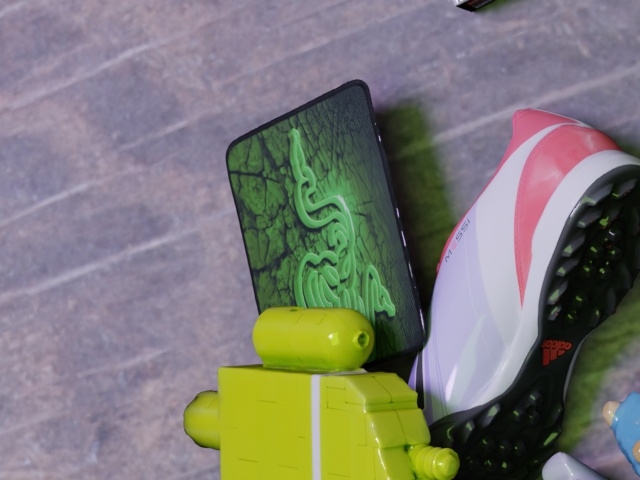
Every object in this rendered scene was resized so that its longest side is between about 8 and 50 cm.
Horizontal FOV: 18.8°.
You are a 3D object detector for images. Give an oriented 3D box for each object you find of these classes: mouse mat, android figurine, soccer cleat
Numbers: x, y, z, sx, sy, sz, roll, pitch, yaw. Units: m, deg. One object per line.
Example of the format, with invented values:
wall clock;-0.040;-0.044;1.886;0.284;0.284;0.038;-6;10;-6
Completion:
mouse mat;0.000;0.000;1.316;0.153;0.007;0.189;-24;75;43
android figurine;-0.001;0.166;1.265;0.273;0.056;0.248;-4;88;54
soccer cleat;0.110;0.065;1.277;0.116;0.109;0.318;45;116;45

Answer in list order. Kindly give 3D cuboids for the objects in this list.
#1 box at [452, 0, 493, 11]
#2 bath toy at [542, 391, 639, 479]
box;0.163;-0.247;1.275;0.207;0.036;0.114;-25;81;20
bath toy;0.144;0.268;1.244;0.129;0.151;0.348;36;106;-19
